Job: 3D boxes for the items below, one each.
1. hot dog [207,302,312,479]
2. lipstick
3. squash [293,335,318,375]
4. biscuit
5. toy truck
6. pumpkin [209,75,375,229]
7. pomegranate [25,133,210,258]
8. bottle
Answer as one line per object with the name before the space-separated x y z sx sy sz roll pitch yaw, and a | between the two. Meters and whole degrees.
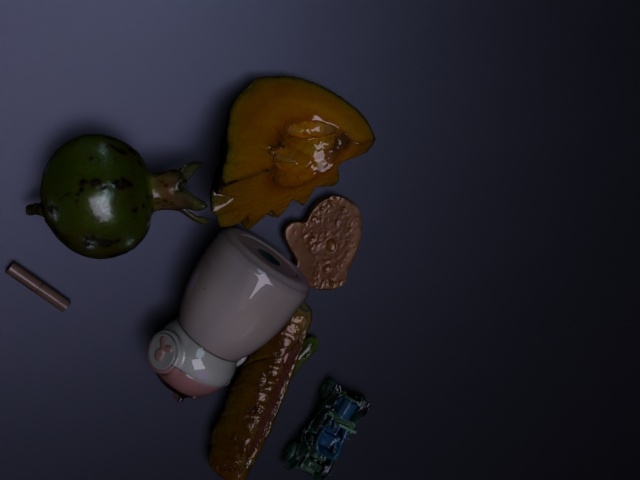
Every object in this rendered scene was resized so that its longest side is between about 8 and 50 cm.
hot dog | -0.091 0.211 1.388 0.061 0.087 0.286 17 94 -49
lipstick | -0.373 0.062 1.283 0.094 0.019 0.019 40 90 -22
squash | -0.034 0.173 1.421 0.027 0.027 0.083 42 88 -23
biscuit | 0.000 0.000 1.389 0.118 0.023 0.140 20 98 -22
toy truck | 0.015 0.292 1.443 0.080 0.078 0.154 29 94 -21
pumpkin | -0.073 -0.121 1.304 0.254 0.130 0.149 -23 71 -30
pomegranate | -0.250 -0.053 1.230 0.220 0.156 0.156 3 103 -29
bottle | -0.137 0.112 1.314 0.147 0.147 0.236 33 100 -23
